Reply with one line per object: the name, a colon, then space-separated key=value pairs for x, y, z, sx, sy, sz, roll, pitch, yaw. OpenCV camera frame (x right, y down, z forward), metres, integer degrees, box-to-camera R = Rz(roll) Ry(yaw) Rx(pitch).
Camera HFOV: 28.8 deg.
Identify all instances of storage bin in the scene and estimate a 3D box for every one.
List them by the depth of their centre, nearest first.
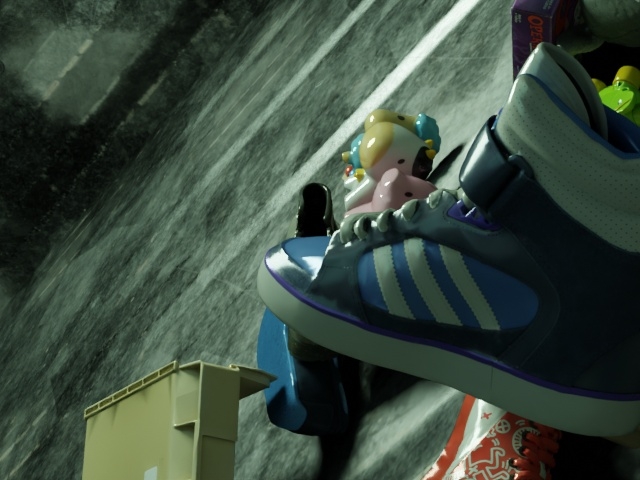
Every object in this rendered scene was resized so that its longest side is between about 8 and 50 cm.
storage bin: x=-0.155 y=0.284 z=1.323 sx=0.260 sy=0.123 sz=0.262 roll=-30 pitch=51 yaw=49

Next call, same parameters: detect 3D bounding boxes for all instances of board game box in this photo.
board game box: x=0.282 y=-0.307 z=1.321 sx=0.056 sy=0.208 sz=0.347 roll=16 pitch=66 yaw=22

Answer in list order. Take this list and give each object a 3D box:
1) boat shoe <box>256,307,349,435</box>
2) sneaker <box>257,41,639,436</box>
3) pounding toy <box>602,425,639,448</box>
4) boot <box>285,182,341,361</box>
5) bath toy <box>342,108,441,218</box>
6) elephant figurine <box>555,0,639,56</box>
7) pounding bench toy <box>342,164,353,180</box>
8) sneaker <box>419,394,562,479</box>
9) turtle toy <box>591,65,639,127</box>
boat shoe: x=-0.018 y=0.140 z=1.423 sx=0.109 sy=0.089 sz=0.258 roll=-58 pitch=20 yaw=32
sneaker: x=0.105 y=-0.026 z=0.856 sx=0.322 sy=0.130 sz=0.236 roll=20 pitch=108 yaw=35
pounding toy: x=0.278 y=0.075 z=0.840 sx=0.206 sy=0.094 sz=0.181 roll=-55 pitch=21 yaw=34
boot: x=0.000 y=0.000 z=1.370 sx=0.247 sy=0.083 sz=0.161 roll=-91 pitch=2 yaw=-53
bath toy: x=0.090 y=-0.026 z=1.391 sx=0.129 sy=0.151 sz=0.348 roll=-9 pitch=31 yaw=7
elephant figurine: x=0.342 y=-0.240 z=1.102 sx=0.239 sy=0.169 sz=0.186 roll=-140 pitch=44 yaw=-61
pounding bench toy: x=0.077 y=-0.094 z=1.601 sx=0.083 sy=0.065 sz=0.052 roll=-53 pitch=20 yaw=4
sneaker: x=0.153 y=0.191 z=0.953 sx=0.270 sy=0.090 sz=0.145 roll=-49 pitch=35 yaw=-16
turtle toy: x=0.280 y=-0.106 z=1.150 sx=0.130 sy=0.066 sz=0.095 roll=-15 pitch=44 yaw=60
